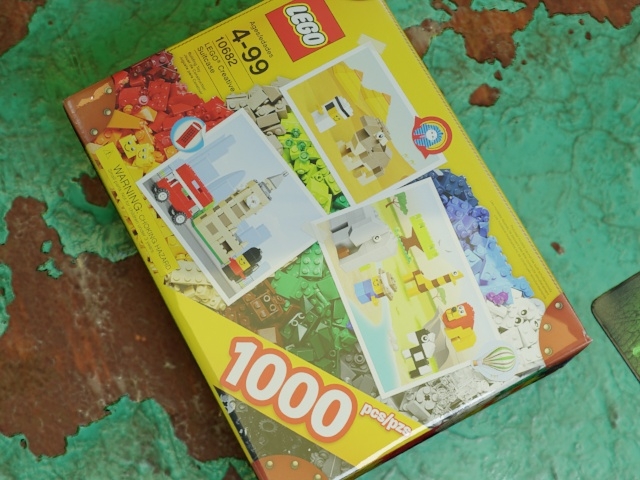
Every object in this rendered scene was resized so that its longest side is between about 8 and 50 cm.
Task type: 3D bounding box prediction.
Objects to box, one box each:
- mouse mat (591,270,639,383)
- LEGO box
[{"bbox_3d":[0.432,0.090,1.468,0.190,0.007,0.152,-31,77,-9],"label":"mouse mat"},{"bbox_3d":[0.000,0.000,1.392,0.373,0.193,0.500,-28,77,-8],"label":"LEGO box"}]
